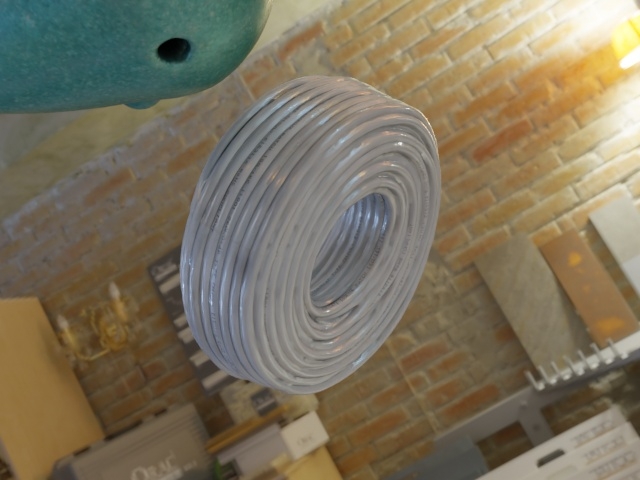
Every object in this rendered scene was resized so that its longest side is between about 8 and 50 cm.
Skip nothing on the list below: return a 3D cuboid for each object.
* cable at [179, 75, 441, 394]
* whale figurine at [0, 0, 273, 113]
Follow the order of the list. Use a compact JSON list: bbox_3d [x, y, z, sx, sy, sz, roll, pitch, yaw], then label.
[{"bbox_3d":[0.000,0.000,0.640,0.257,0.089,0.257,8,-73,-58],"label":"cable"},{"bbox_3d":[-0.149,-0.128,0.472,0.272,0.141,0.216,-31,-30,3],"label":"whale figurine"}]
